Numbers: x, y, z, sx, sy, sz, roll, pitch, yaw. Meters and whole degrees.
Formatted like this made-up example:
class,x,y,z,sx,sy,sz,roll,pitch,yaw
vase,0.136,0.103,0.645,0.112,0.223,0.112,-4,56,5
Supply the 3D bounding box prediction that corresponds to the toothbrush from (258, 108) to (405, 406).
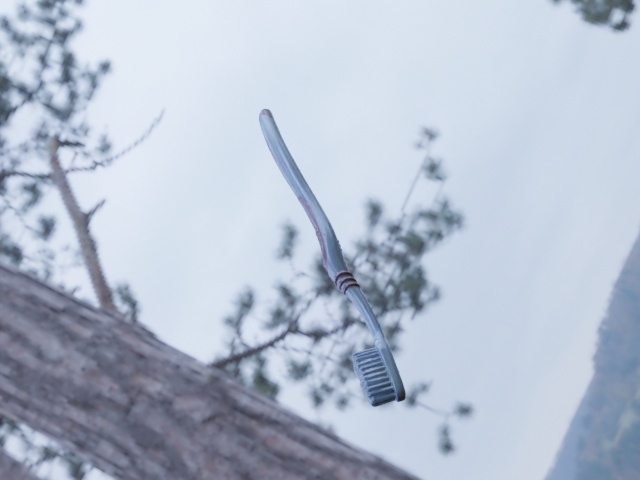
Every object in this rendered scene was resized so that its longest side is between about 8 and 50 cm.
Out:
class,x,y,z,sx,sy,sz,roll,pitch,yaw
toothbrush,0.000,0.000,0.561,0.019,0.193,0.013,-17,-40,-8
